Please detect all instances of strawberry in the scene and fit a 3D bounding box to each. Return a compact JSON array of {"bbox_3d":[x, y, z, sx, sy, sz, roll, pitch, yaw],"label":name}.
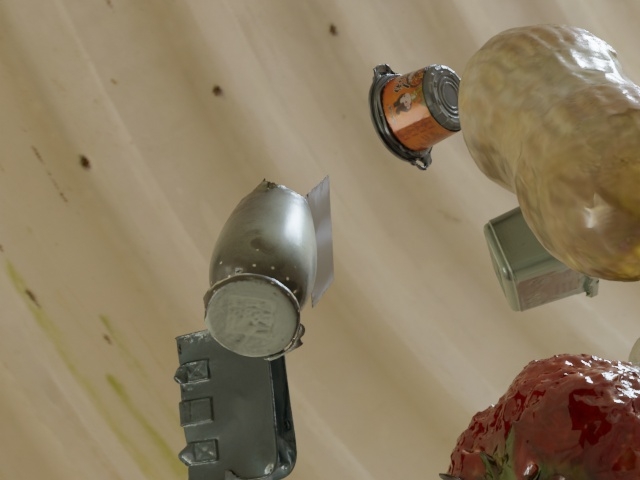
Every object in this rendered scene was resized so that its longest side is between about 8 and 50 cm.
[{"bbox_3d":[0.259,0.214,0.915,0.277,0.257,0.257,-32,-51,-39],"label":"strawberry"}]

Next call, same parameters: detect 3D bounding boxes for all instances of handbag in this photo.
[{"bbox_3d":[-0.130,0.239,1.461,0.062,0.179,0.229,25,-127,-61],"label":"handbag"}]

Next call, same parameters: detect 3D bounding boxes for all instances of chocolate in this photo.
[{"bbox_3d":[0.179,-0.075,0.719,0.134,0.309,0.134,-3,-66,-8],"label":"chocolate"}]

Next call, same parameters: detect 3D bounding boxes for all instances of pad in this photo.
[{"bbox_3d":[0.000,0.000,1.656,0.127,0.004,0.190,-47,-44,-64],"label":"pad"}]

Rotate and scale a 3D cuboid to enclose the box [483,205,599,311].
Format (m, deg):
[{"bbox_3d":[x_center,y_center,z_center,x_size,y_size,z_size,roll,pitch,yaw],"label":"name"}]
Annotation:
[{"bbox_3d":[0.429,0.027,1.972,0.182,0.175,0.312,-22,-23,7],"label":"box"}]

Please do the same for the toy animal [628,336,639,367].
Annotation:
[{"bbox_3d":[0.453,0.287,1.436,0.183,0.247,0.310,-47,2,-31],"label":"toy animal"}]

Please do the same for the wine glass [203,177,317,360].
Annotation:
[{"bbox_3d":[-0.059,0.026,1.059,0.204,0.111,0.111,-82,-14,-56],"label":"wine glass"}]

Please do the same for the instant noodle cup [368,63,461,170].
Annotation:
[{"bbox_3d":[0.190,-0.242,1.837,0.208,0.125,0.178,54,-135,-17],"label":"instant noodle cup"}]
